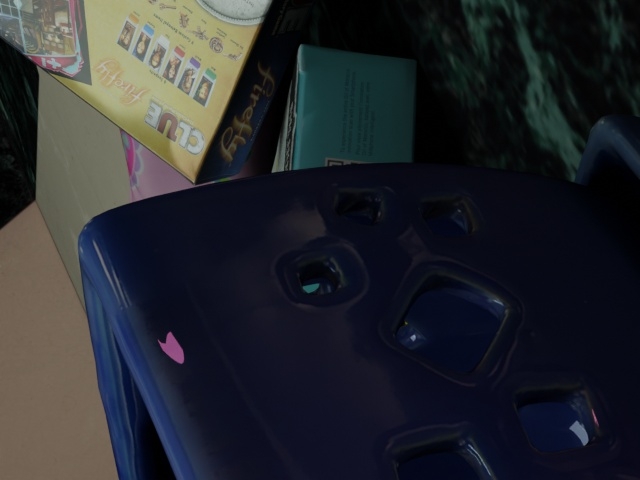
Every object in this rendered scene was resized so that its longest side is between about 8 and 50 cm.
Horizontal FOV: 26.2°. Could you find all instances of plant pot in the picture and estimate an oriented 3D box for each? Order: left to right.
[{"bbox_3d":[0.066,0.110,0.450,0.236,0.212,0.236,93,153,-55],"label":"plant pot"}]

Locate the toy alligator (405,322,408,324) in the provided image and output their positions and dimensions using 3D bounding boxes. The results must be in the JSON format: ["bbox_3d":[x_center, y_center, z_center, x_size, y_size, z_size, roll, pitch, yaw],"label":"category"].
[{"bbox_3d":[0.078,0.061,0.660,0.051,0.056,0.190,8,127,25],"label":"toy alligator"}]

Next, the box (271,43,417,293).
[{"bbox_3d":[0.000,0.000,0.753,0.244,0.060,0.100,108,167,-66],"label":"box"}]

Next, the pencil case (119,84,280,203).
[{"bbox_3d":[-0.082,-0.090,0.868,0.124,0.124,0.284,-127,22,-46],"label":"pencil case"}]

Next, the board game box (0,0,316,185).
[{"bbox_3d":[-0.112,-0.163,0.718,0.243,0.042,0.165,37,118,21],"label":"board game box"}]
